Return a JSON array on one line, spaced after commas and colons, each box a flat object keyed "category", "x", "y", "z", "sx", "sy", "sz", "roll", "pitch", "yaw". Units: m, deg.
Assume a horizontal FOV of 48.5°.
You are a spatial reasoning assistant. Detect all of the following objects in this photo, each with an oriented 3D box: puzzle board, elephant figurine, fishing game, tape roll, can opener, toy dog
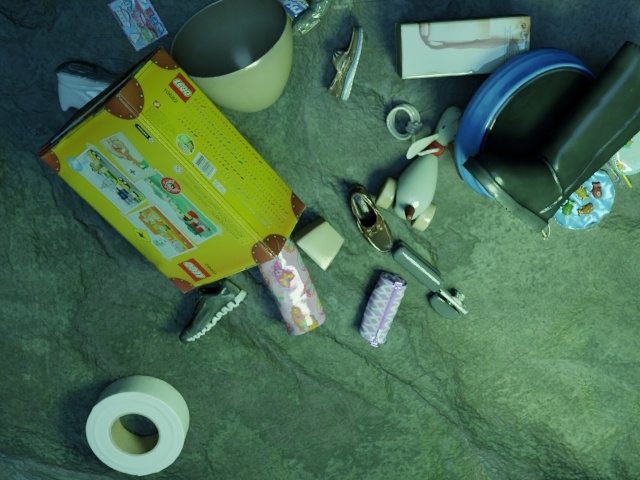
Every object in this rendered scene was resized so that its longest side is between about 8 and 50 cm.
[{"category": "puzzle board", "x": -0.446, "y": -0.542, "z": 1.740, "sx": 0.096, "sy": 0.011, "sz": 0.128, "roll": -27, "pitch": 107, "yaw": 9}, {"category": "elephant figurine", "x": 0.022, "y": -0.617, "z": 1.626, "sx": 0.240, "sy": 0.186, "sz": 0.169, "roll": -15, "pitch": 136, "yaw": 1}, {"category": "fishing game", "x": 0.682, "y": -0.112, "z": 1.870, "sx": 0.264, "sy": 0.041, "sz": 0.189, "roll": -30, "pitch": 104, "yaw": 11}, {"category": "tape roll", "x": -0.532, "y": 0.542, "z": 2.082, "sx": 0.286, "sy": 0.100, "sz": 0.286, "roll": 0, "pitch": 109, "yaw": 0}, {"category": "can opener", "x": 0.295, "y": 0.117, "z": 1.936, "sx": 0.093, "sy": 0.074, "sz": 0.280, "roll": -43, "pitch": 104, "yaw": 15}, {"category": "toy dog", "x": 0.263, "y": -0.171, "z": 1.787, "sx": 0.220, "sy": 0.161, "sz": 0.333, "roll": 7, "pitch": 110, "yaw": -2}]

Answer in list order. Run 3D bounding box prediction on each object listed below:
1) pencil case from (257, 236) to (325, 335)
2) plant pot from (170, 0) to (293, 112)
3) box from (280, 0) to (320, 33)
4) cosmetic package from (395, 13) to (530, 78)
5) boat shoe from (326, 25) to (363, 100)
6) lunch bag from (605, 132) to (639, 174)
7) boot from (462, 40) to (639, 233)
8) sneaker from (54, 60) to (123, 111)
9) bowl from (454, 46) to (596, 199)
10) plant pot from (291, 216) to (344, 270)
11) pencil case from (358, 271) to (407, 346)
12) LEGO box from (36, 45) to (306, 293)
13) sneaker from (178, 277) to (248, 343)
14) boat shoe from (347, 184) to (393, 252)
[{"category": "pencil case", "x": -0.088, "y": 0.114, "z": 1.919, "sx": 0.124, "sy": 0.124, "sz": 0.284, "roll": -22, "pitch": 107, "yaw": 8}, {"category": "plant pot", "x": -0.181, "y": -0.415, "z": 1.673, "sx": 0.284, "sy": 0.284, "sz": 0.191, "roll": -19, "pitch": 142, "yaw": 7}, {"category": "box", "x": -0.071, "y": -0.579, "z": 1.697, "sx": 0.054, "sy": 0.059, "sz": 0.169, "roll": -36, "pitch": 105, "yaw": 15}, {"category": "cosmetic package", "x": 0.331, "y": -0.462, "z": 1.689, "sx": 0.296, "sy": 0.153, "sz": 0.129, "roll": -4, "pitch": 109, "yaw": 0}, {"category": "boat shoe", "x": 0.059, "y": -0.438, "z": 1.743, "sx": 0.066, "sy": 0.066, "sz": 0.183, "roll": 13, "pitch": 109, "yaw": -3}, {"category": "lunch bag", "x": 0.831, "y": -0.302, "z": 1.763, "sx": 0.279, "sy": 0.108, "sz": 0.224, "roll": -19, "pitch": 102, "yaw": 4}, {"category": "boot", "x": 0.558, "y": -0.248, "z": 1.575, "sx": 0.445, "sy": 0.146, "sz": 0.367, "roll": -46, "pitch": 146, "yaw": 16}, {"category": "sneaker", "x": -0.511, "y": -0.351, "z": 1.775, "sx": 0.297, "sy": 0.111, "sz": 0.129, "roll": 17, "pitch": 125, "yaw": -1}, {"category": "bowl", "x": 0.506, "y": -0.262, "z": 1.700, "sx": 0.391, "sy": 0.077, "sz": 0.391, "roll": -16, "pitch": 130, "yaw": -20}, {"category": "plant pot", "x": 0.000, "y": 0.000, "z": 1.884, "sx": 0.096, "sy": 0.109, "sz": 0.109, "roll": -44, "pitch": 104, "yaw": 2}, {"category": "pencil case", "x": 0.170, "y": 0.188, "z": 1.955, "sx": 0.086, "sy": 0.088, "sz": 0.206, "roll": 16, "pitch": 108, "yaw": -4}, {"category": "LEGO box", "x": -0.344, "y": -0.138, "z": 1.669, "sx": 0.373, "sy": 0.193, "sz": 0.500, "roll": -20, "pitch": 122, "yaw": 41}, {"category": "sneaker", "x": -0.317, "y": 0.186, "z": 1.967, "sx": 0.234, "sy": 0.078, "sz": 0.106, "roll": -40, "pitch": 102, "yaw": 9}, {"category": "boat shoe", "x": 0.131, "y": -0.049, "z": 1.880, "sx": 0.073, "sy": 0.073, "sz": 0.207, "roll": -30, "pitch": 108, "yaw": 9}]
